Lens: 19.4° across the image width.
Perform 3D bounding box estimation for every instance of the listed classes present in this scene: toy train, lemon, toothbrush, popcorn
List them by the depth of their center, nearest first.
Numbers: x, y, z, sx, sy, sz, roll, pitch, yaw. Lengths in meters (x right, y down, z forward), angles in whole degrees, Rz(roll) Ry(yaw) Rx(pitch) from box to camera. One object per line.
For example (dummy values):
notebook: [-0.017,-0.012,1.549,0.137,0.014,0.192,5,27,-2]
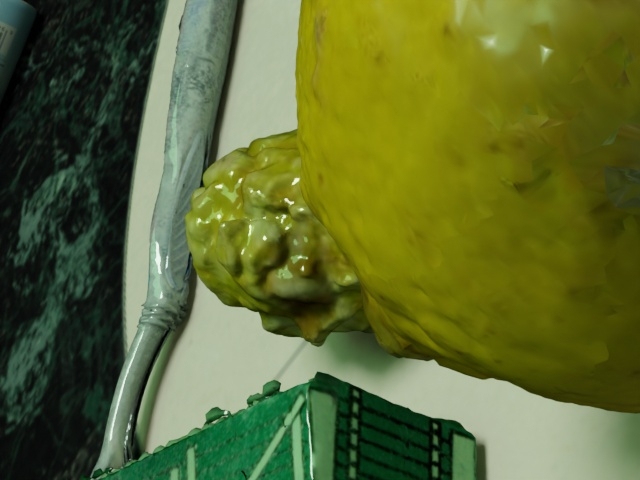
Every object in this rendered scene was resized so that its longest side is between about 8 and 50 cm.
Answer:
lemon: [0.120,-0.069,0.631,0.310,0.253,0.253,-55,37,21]
toy train: [-0.043,0.163,0.827,0.269,0.115,0.154,-29,55,43]
popcorn: [0.000,0.000,0.869,0.116,0.120,0.106,-138,41,-61]
toothbrush: [-0.081,-0.011,1.047,0.042,0.035,0.413,-4,67,30]

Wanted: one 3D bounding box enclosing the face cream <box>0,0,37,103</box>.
face cream: [-0.272,-0.069,1.294,0.075,0.075,0.229,19,86,55]
